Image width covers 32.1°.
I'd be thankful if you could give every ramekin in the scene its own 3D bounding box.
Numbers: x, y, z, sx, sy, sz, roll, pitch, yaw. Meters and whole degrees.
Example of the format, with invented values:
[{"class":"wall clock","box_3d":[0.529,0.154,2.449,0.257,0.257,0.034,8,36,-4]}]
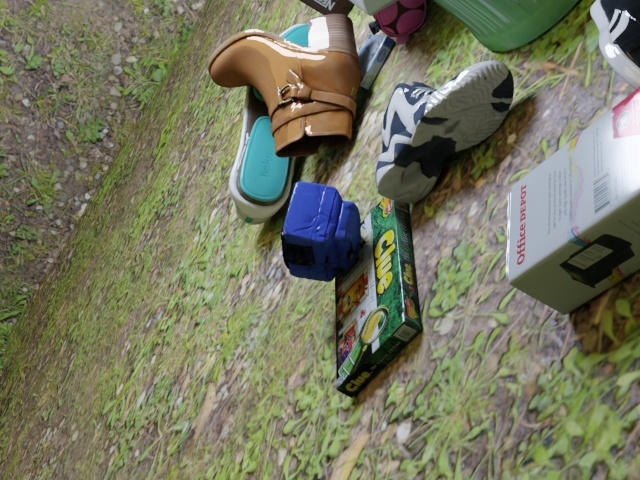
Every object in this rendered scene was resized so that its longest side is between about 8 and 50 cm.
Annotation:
[{"class":"ramekin","box_3d":[0.239,-0.401,1.376,0.303,0.148,0.303,-49,24,30]}]

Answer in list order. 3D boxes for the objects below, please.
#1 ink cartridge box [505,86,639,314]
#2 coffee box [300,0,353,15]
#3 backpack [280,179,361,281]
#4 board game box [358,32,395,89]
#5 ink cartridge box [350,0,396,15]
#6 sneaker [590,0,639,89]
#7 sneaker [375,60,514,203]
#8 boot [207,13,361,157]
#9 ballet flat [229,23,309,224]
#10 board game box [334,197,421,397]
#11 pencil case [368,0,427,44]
[{"class":"ink cartridge box","box_3d":[0.250,-0.033,0.985,0.175,0.072,0.127,-41,29,43]},{"class":"coffee box","box_3d":[0.038,-0.543,2.050,0.246,0.141,0.098,-57,21,14]},{"class":"backpack","box_3d":[0.000,0.000,1.425,0.120,0.101,0.098,90,-163,-57]},{"class":"board game box","box_3d":[0.078,-0.290,1.799,0.090,0.020,0.090,-60,21,4]},{"class":"ink cartridge box","box_3d":[0.064,-0.504,1.650,0.197,0.198,0.270,-30,44,-10]},{"class":"sneaker","box_3d":[0.323,-0.217,1.040,0.121,0.079,0.217,-52,21,28]},{"class":"sneaker","box_3d":[0.145,-0.170,1.378,0.235,0.094,0.153,124,153,-43]},{"class":"boot","box_3d":[-0.063,-0.230,1.799,0.283,0.109,0.220,-8,69,22]},{"class":"ballet flat","box_3d":[-0.078,-0.199,1.927,0.139,0.139,0.400,-32,36,53]},{"class":"board game box","box_3d":[0.066,0.058,1.371,0.136,0.030,0.260,-47,25,29]},{"class":"pencil case","box_3d":[0.098,-0.396,1.753,0.095,0.098,0.209,-18,39,0]}]
